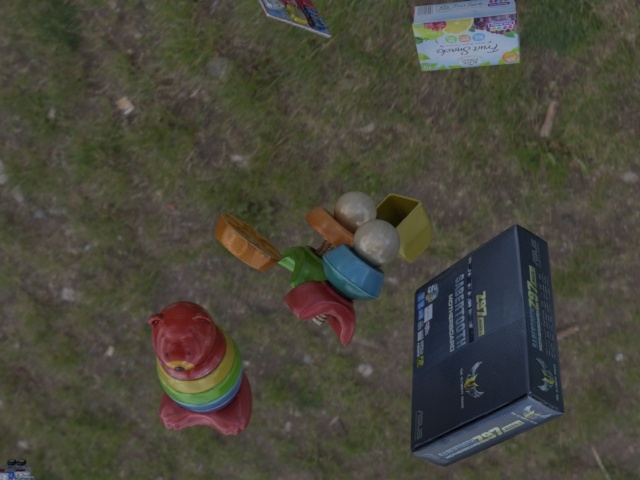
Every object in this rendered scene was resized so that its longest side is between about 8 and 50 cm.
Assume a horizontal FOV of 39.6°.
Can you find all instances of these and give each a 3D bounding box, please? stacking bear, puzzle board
[{"bbox_3d":[-0.223,0.212,1.579,0.176,0.164,0.289,4,147,8],"label":"stacking bear"},{"bbox_3d":[-0.045,-0.309,1.131,0.096,0.128,0.011,11,129,-36],"label":"puzzle board"}]

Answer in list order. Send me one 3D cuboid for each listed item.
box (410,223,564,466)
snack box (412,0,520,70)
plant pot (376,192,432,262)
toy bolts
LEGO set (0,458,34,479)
[{"bbox_3d":[0.184,0.119,1.017,0.059,0.232,0.183,28,137,-25],"label":"box"},{"bbox_3d":[0.205,-0.288,1.244,0.141,0.037,0.100,-2,150,15],"label":"snack box"},{"bbox_3d":[0.128,-0.013,1.399,0.081,0.081,0.083,20,151,55],"label":"plant pot"},{"bbox_3d":[0.000,0.000,1.164,0.218,0.228,0.158,33,100,-33],"label":"toy bolts"},{"bbox_3d":[-0.524,0.326,1.238,0.244,0.060,0.182,-42,105,2],"label":"LEGO set"}]
